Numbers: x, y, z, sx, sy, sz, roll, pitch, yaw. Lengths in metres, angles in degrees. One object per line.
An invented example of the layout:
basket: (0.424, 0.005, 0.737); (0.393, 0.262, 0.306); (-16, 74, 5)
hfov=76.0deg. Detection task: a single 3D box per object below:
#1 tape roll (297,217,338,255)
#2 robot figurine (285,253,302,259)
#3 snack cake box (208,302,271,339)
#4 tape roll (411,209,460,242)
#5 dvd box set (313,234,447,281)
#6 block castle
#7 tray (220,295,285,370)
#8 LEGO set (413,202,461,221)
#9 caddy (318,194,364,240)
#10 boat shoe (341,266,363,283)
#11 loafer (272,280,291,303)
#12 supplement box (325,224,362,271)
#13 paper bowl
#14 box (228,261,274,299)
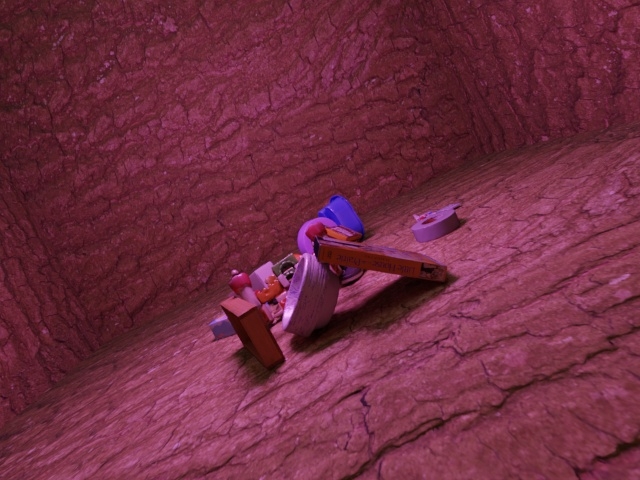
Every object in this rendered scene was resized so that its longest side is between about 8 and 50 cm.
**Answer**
tape roll: (0.000, 0.000, 2.522); (0.274, 0.275, 0.090); (-30, 8, -27)
robot figurine: (-0.165, 0.150, 2.627); (0.157, 0.128, 0.219); (1, -1, -17)
snack cake box: (-0.386, 0.374, 1.972); (0.264, 0.089, 0.152); (-23, 7, 26)
tape roll: (0.547, -0.070, 1.953); (0.219, 0.073, 0.219); (-25, 7, 3)
dvd box set: (0.188, 0.057, 1.437); (0.419, 0.062, 0.307); (10, 6, -4)
block castle: (-0.138, 0.134, 1.744); (0.453, 0.213, 0.303); (-35, -25, -9)
tray: (-0.257, 0.317, 1.486); (0.076, 0.203, 0.411); (-30, 8, -19)
LEGO set: (0.644, -0.162, 2.325); (0.244, 0.060, 0.182); (-28, 4, -9)
caddy: (0.145, -0.124, 2.647); (0.179, 0.342, 0.241); (-33, 3, -27)
boat shoe: (0.153, 0.116, 1.919); (0.102, 0.093, 0.285); (-21, 9, 31)
loafer: (-0.201, 0.258, 2.181); (0.080, 0.079, 0.220); (-23, 8, 20)
supplement box: (0.083, 0.044, 1.990); (0.129, 0.194, 0.191); (24, 17, 24)
paper bowl: (-0.028, 0.197, 1.447); (0.147, 0.285, 0.284); (17, 2, -8)
box: (-0.359, 0.258, 2.254); (0.311, 0.121, 0.148); (-40, -4, 37)
